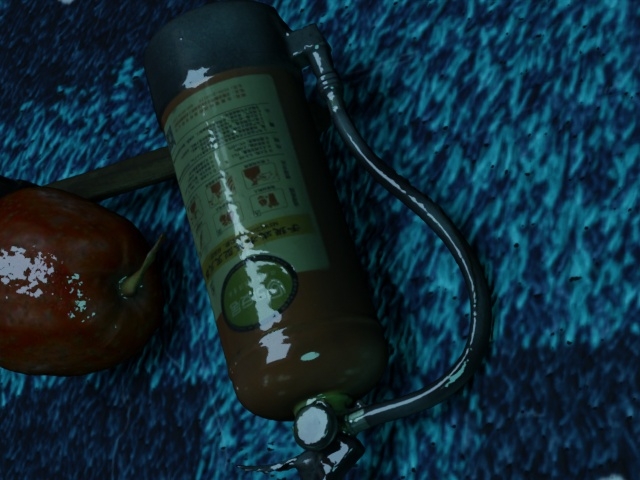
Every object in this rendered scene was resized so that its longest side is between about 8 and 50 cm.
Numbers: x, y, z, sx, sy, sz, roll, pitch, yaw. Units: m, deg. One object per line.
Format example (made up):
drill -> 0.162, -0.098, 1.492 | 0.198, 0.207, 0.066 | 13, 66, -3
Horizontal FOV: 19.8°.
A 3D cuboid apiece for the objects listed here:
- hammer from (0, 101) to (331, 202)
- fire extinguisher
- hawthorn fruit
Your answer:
hammer -> -0.143, -0.061, 1.513 | 0.365, 0.111, 0.043 | -15, 64, 37
fire extinguisher -> -0.009, -0.001, 1.287 | 0.200, 0.113, 0.376 | -32, 63, 35
hawthorn fruit -> -0.189, 0.039, 1.476 | 0.203, 0.162, 0.163 | 6, 78, 35
